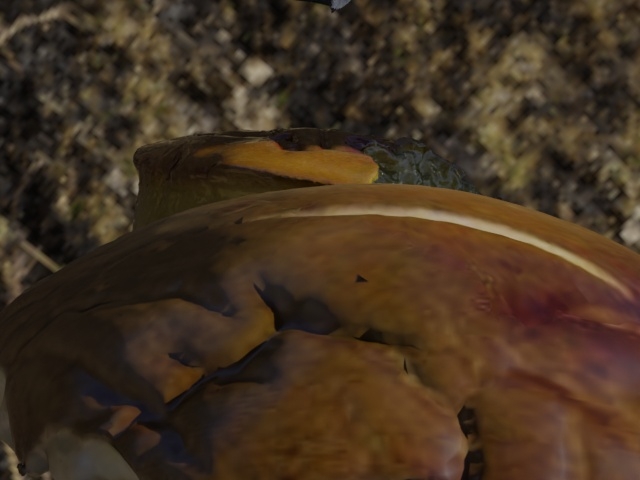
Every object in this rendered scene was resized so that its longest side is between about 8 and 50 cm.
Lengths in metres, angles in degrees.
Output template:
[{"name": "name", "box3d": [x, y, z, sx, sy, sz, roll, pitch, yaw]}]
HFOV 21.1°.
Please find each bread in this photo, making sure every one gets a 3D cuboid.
[{"name": "bread", "box3d": [-0.010, -0.002, 0.640, 0.125, 0.086, 0.156, 11, 4, 31]}]

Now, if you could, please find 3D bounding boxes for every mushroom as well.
[{"name": "mushroom", "box3d": [0.012, 0.118, 0.420, 0.233, 0.208, 0.301, 9, 62, 9]}]

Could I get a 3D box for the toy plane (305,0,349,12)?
[{"name": "toy plane", "box3d": [-0.020, -0.110, 0.318, 0.204, 0.103, 0.316, 13, 21, 10]}]
